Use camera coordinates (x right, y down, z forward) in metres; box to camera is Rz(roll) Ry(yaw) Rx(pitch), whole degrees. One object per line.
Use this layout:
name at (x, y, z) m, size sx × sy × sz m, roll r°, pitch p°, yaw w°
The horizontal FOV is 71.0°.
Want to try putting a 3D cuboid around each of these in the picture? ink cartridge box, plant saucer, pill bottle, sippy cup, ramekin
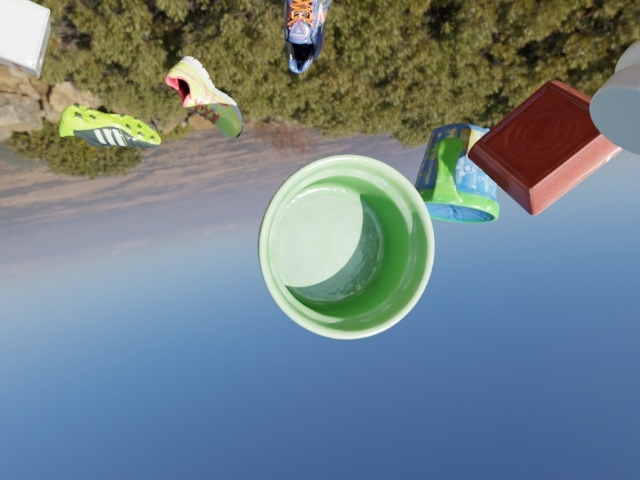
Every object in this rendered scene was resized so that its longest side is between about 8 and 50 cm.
ink cartridge box at (-0.683, -0.432, 0.847) m, size 0.289 × 0.121 × 0.211 m, roll 17°, pitch -175°, yaw -33°
plant saucer at (0.474, -0.218, 0.958) m, size 0.258 × 0.259 × 0.048 m, roll -41°, pitch 133°, yaw 15°
pill bottle at (0.407, -0.198, 0.485) m, size 0.208 × 0.119 × 0.119 m, roll -45°, pitch -173°, yaw -2°
sippy cup at (0.361, -0.178, 1.186) m, size 0.240 × 0.223 × 0.305 m, roll 11°, pitch 175°, yaw -11°
ramekin at (0.031, 0.010, 0.797) m, size 0.304 × 0.303 × 0.148 m, roll -13°, pitch -176°, yaw -16°

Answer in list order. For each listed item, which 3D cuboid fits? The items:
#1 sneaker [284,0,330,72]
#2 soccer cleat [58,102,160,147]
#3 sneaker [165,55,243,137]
sneaker at (-0.025, -0.377, 0.760) m, size 0.083 × 0.087 × 0.221 m, roll 10°, pitch 154°, yaw 6°
soccer cleat at (-0.396, -0.205, 0.850) m, size 0.179 × 0.060 × 0.072 m, roll 8°, pitch 143°, yaw -45°
sneaker at (-0.264, -0.306, 1.008) m, size 0.081 × 0.208 × 0.094 m, roll -33°, pitch -166°, yaw 48°
